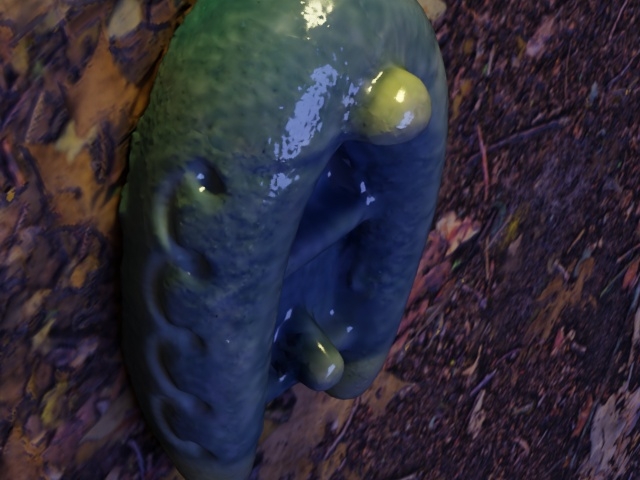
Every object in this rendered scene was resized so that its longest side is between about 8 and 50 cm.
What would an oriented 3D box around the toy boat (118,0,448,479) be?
[{"bbox_3d":[0.000,0.000,0.870,0.215,0.123,0.330,-30,139,-41],"label":"toy boat"}]
